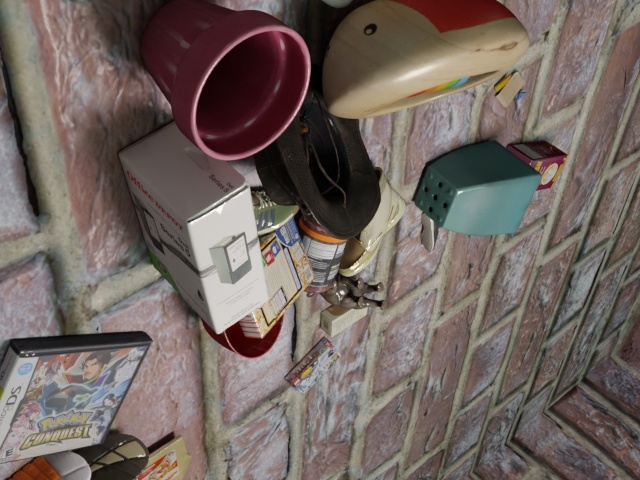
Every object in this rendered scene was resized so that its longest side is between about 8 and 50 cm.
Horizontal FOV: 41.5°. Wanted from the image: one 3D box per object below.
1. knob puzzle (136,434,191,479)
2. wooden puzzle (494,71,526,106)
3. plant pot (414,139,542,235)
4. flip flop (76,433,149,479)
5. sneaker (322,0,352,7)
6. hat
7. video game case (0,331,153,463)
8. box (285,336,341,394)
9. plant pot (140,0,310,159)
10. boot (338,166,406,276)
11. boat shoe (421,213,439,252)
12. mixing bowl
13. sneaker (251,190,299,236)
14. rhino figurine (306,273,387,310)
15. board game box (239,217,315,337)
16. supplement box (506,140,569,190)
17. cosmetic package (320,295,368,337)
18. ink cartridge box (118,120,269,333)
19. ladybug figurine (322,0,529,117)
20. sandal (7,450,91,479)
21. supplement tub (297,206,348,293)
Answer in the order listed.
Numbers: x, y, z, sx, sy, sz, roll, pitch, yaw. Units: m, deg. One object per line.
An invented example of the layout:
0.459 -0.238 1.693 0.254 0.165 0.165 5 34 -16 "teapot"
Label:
-0.365 0.513 1.819 0.213 0.030 0.213 -32 144 -27 "knob puzzle"
0.432 -0.345 1.925 0.078 0.014 0.116 -46 148 2 "wooden puzzle"
0.343 -0.113 1.929 0.234 0.165 0.165 -9 131 -36 "plant pot"
-0.455 0.474 1.613 0.277 0.112 0.080 -41 176 -16 "flip flop"
0.033 -0.448 1.194 0.114 0.152 0.305 -38 148 -22 "sneaker"
-0.030 -0.135 1.433 0.134 0.331 0.331 -18 160 28 "hat"
-0.448 0.271 1.460 0.275 0.035 0.248 4 120 -52 "video game case"
-0.016 0.303 2.032 0.137 0.027 0.094 -45 149 -8 "box"
-0.145 -0.239 1.164 0.201 0.180 0.201 -32 144 -27 "plant pot"
0.083 -0.039 1.754 0.213 0.077 0.165 -52 149 -6 "boot"
0.267 -0.025 2.027 0.038 0.046 0.125 -29 135 -22 "boat shoe"
-0.159 0.126 1.577 0.181 0.098 0.181 -3 93 -55 "mixing bowl"
-0.114 -0.055 1.501 0.192 0.064 0.086 -32 149 -21 "sneaker"
0.047 0.109 1.844 0.243 0.106 0.073 18 78 -55 "rhino figurine"
-0.094 0.062 1.544 0.193 0.045 0.146 -47 127 -44 "board game box"
0.536 -0.187 2.152 0.188 0.081 0.104 -12 132 -45 "supplement box"
0.056 0.170 1.969 0.115 0.041 0.060 -29 142 -30 "cosmetic package"
-0.193 -0.018 1.318 0.115 0.198 0.272 -34 144 -23 "ink cartridge box"
0.173 -0.324 1.422 0.305 0.161 0.449 -18 -178 42 "ladybug figurine"
-0.535 0.476 1.518 0.265 0.102 0.076 -30 145 -15 "sandal"
0.000 0.000 1.664 0.106 0.106 0.197 -15 134 -43 "supplement tub"
